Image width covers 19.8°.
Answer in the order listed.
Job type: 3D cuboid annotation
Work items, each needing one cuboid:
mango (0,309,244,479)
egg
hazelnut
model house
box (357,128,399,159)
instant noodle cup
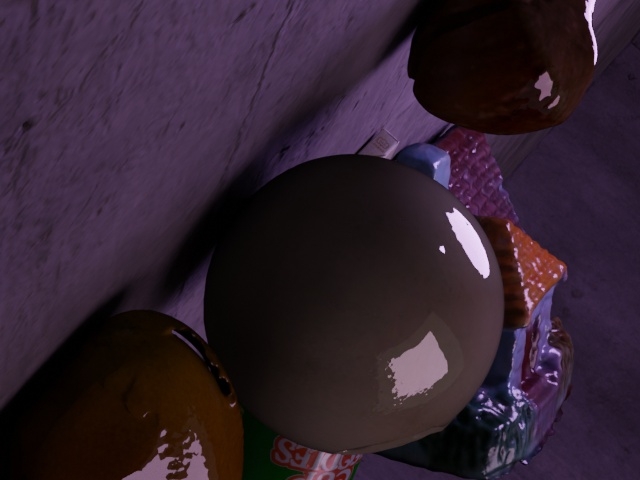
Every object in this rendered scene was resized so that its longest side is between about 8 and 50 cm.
[{"bbox_3d":[-0.136,0.155,1.215,0.136,0.166,0.236,-121,-140,-53],"label":"mango"},{"bbox_3d":[0.025,0.047,1.335,0.219,0.219,0.269,-50,157,4],"label":"egg"},{"bbox_3d":[0.138,-0.148,1.396,0.143,0.143,0.154,-57,-173,52],"label":"hazelnut"},{"bbox_3d":[0.144,0.030,2.072,0.360,0.297,0.339,-38,136,-59],"label":"model house"},{"bbox_3d":[0.005,-0.024,1.669,0.167,0.024,0.090,-47,174,-22],"label":"box"},{"bbox_3d":[-0.019,0.144,1.860,0.232,0.207,0.207,-63,168,29],"label":"instant noodle cup"}]
